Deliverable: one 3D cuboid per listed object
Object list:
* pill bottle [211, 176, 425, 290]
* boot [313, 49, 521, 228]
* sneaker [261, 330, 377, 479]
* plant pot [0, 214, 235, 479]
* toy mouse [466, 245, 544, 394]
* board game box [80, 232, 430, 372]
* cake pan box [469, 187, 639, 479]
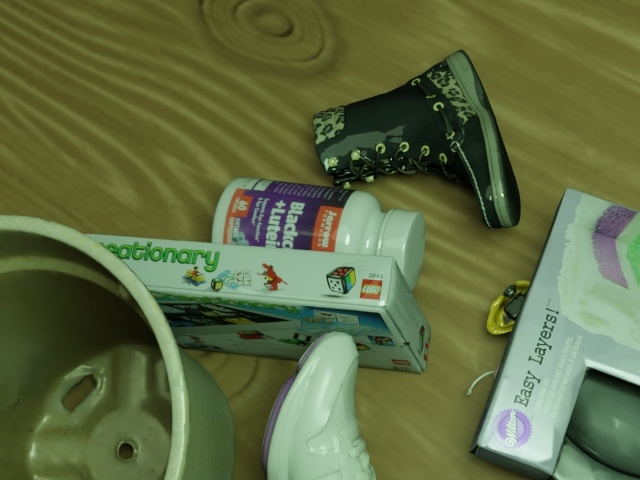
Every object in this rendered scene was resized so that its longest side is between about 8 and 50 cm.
[{"bbox_3d":[0.000,0.000,1.177,0.193,0.108,0.108,7,69,18],"label":"pill bottle"},{"bbox_3d":[0.093,-0.078,1.186,0.178,0.085,0.236,-19,45,9],"label":"boot"},{"bbox_3d":[0.020,0.233,1.054,0.152,0.114,0.305,9,95,12],"label":"sneaker"},{"bbox_3d":[-0.220,0.173,1.037,0.333,0.305,0.334,-3,77,14],"label":"plant pot"},{"bbox_3d":[0.215,0.106,1.115,0.143,0.031,0.161,40,84,22],"label":"toy mouse"},{"bbox_3d":[-0.062,0.061,1.122,0.305,0.193,0.053,5,69,17],"label":"board game box"},{"bbox_3d":[0.285,0.115,1.048,0.245,0.070,0.267,21,74,11],"label":"cake pan box"}]
